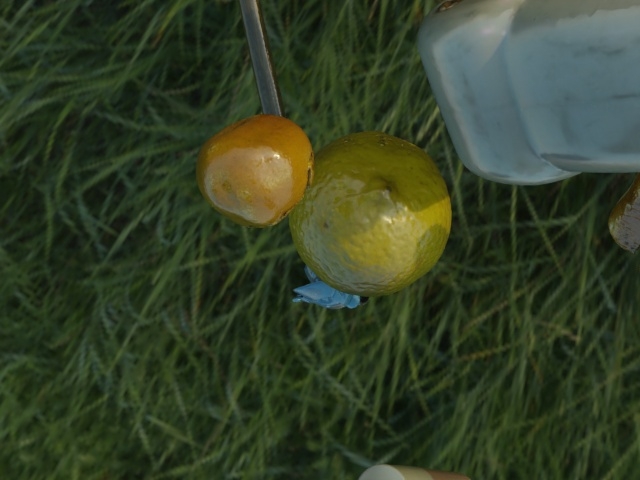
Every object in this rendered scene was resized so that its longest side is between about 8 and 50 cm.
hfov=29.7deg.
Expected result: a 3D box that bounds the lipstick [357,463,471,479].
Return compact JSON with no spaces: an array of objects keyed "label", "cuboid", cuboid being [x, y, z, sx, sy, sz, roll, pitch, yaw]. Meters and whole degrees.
[{"label":"lipstick","cuboid":[0.123,0.314,1.480,0.070,0.070,0.254,-4,166,25]}]

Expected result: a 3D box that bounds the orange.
[{"label":"orange","cuboid":[-0.080,-0.087,1.517,0.155,0.154,0.134,-9,110,28]}]

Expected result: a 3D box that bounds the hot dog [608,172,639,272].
[{"label":"hot dog","cuboid":[0.448,-0.058,1.449,0.135,0.100,0.337,58,162,21]}]

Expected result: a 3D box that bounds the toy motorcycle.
[{"label":"toy motorcycle","cuboid":[0.000,0.000,1.993,0.124,0.182,0.272,-18,99,33]}]

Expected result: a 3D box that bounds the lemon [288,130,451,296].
[{"label":"lemon","cuboid":[0.074,-0.039,1.795,0.267,0.267,0.267,11,133,12]}]

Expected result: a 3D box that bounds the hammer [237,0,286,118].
[{"label":"hammer","cuboid":[-0.093,-0.287,1.720,0.111,0.043,0.365,-14,88,30]}]

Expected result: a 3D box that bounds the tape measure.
[{"label":"tape measure","cuboid":[0.202,-0.144,0.726,0.265,0.258,0.130,0,120,48]}]
